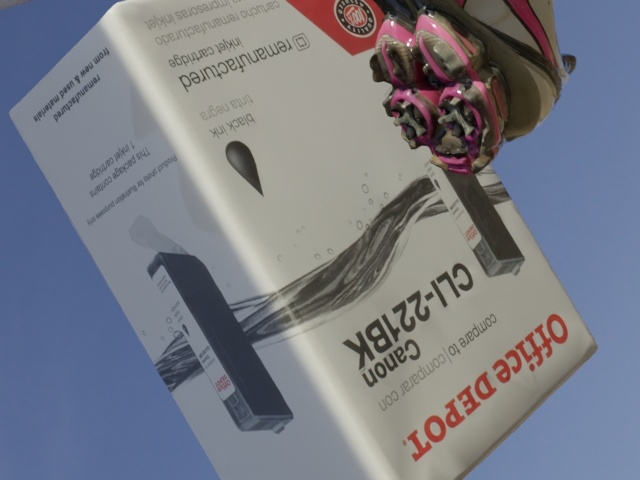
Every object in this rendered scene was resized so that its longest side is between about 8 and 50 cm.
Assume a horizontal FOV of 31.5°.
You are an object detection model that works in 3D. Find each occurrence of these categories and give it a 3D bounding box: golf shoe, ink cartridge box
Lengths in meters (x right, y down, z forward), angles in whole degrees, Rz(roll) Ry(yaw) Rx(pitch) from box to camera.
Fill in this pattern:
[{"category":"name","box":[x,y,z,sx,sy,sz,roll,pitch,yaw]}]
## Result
[{"category":"golf shoe","box":[0.046,-0.123,0.448,0.086,0.067,0.186,-39,-60,-26]},{"category":"ink cartridge box","box":[0.000,0.000,0.601,0.197,0.114,0.272,-30,-90,-46]}]

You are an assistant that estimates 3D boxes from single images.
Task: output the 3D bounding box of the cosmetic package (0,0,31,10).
[{"category":"cosmetic package","box":[-0.212,-0.221,0.650,0.129,0.296,0.153,40,-137,-64]}]
